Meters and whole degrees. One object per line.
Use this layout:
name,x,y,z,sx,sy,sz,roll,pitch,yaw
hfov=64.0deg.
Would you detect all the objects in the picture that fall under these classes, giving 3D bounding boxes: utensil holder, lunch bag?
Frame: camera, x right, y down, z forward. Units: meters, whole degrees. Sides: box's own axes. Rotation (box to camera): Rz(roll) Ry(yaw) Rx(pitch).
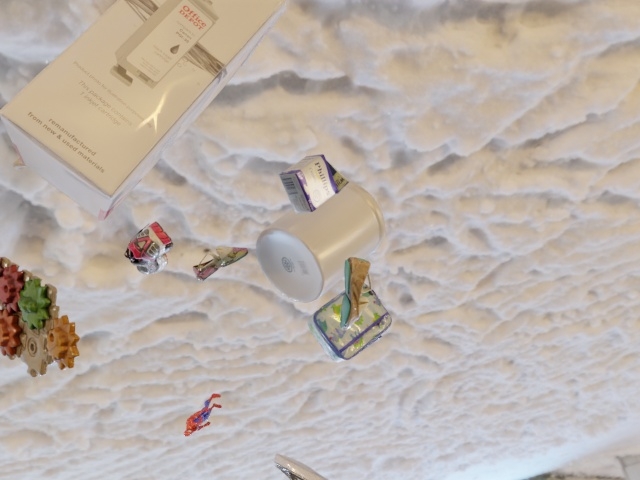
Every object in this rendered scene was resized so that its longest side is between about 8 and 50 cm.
utensil holder,0.000,0.000,1.872,0.385,0.327,0.327,-37,162,-41
lunch bag,0.090,0.238,1.489,0.219,0.176,0.090,-31,172,-28

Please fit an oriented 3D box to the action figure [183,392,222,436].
action figure,-0.217,0.324,0.942,0.030,0.115,0.038,8,107,19

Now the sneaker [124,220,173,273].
sneaker,-0.537,0.036,1.552,0.112,0.121,0.299,-37,176,-30

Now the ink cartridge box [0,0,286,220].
ink cartridge box,-0.190,-0.171,0.567,0.117,0.283,0.207,41,160,-17

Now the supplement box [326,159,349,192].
supplement box,0.033,-0.209,1.656,0.056,0.083,0.083,-45,141,9

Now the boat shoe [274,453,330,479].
boat shoe,-0.033,0.608,1.266,0.229,0.076,0.080,18,164,30

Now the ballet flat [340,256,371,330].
ballet flat,0.088,0.133,1.237,0.067,0.073,0.206,-2,123,-10

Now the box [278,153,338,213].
box,-0.032,-0.163,1.466,0.072,0.137,0.126,-2,119,43

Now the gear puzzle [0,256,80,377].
gear puzzle,-0.514,0.140,0.872,0.044,0.339,0.175,-1,106,-56

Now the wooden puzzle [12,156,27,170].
wooden puzzle,-0.459,-0.277,1.102,0.348,0.322,0.080,2,140,20

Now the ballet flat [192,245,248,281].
ballet flat,-0.359,0.066,1.790,0.221,0.077,0.079,-29,107,18
